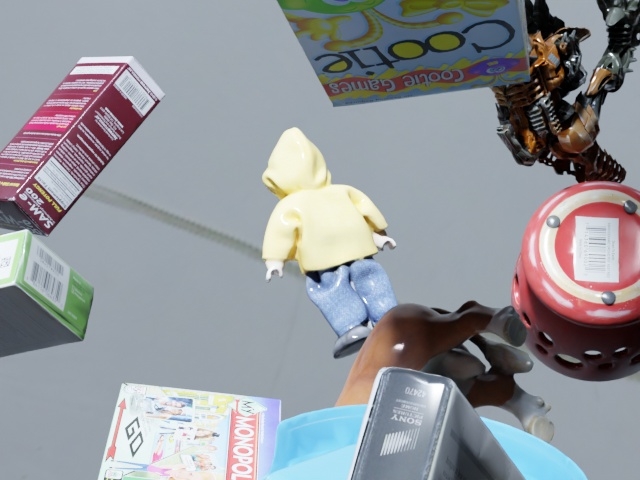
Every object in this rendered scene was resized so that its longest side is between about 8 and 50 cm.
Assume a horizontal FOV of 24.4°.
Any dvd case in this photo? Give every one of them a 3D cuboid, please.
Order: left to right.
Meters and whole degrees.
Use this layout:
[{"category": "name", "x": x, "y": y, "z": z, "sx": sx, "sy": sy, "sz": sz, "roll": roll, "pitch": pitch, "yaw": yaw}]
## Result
[{"category": "dvd case", "x": 0.021, "y": 0.180, "z": 0.479, "sx": 0.029, "sy": 0.179, "sz": 0.239, "roll": 9, "pitch": 71, "yaw": 22}]

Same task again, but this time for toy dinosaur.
[{"category": "toy dinosaur", "x": 0.250, "y": -0.161, "z": 1.612, "sx": 0.164, "sy": 0.322, "sz": 0.218, "roll": 12, "pitch": 66, "yaw": 19}]

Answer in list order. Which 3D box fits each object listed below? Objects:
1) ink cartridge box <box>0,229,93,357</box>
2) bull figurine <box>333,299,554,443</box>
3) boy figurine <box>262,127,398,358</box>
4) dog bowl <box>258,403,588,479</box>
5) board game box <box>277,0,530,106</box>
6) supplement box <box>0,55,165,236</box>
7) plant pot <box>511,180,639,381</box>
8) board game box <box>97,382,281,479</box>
[{"category": "ink cartridge box", "x": -0.330, "y": 0.061, "z": 1.378, "sx": 0.209, "sy": 0.109, "sz": 0.062, "roll": -13, "pitch": 53, "yaw": 24}, {"category": "bull figurine", "x": 0.051, "y": 0.177, "z": 1.054, "sx": 0.101, "sy": 0.188, "sz": 0.310, "roll": 36, "pitch": 63, "yaw": -35}, {"category": "boy figurine", "x": 0.000, "y": 0.000, "z": 1.815, "sx": 0.177, "sy": 0.092, "sz": 0.285, "roll": -21, "pitch": 76, "yaw": -25}, {"category": "dog bowl", "x": -0.007, "y": 0.154, "z": 0.654, "sx": 0.166, "sy": 0.297, "sz": 0.074, "roll": 19, "pitch": 114, "yaw": 43}, {"category": "board game box", "x": 0.044, "y": -0.202, "z": 0.902, "sx": 0.144, "sy": 0.275, "sz": 0.142, "roll": -7, "pitch": 73, "yaw": 10}, {"category": "supplement box", "x": -0.314, "y": -0.119, "z": 1.827, "sx": 0.239, "sy": 0.130, "sz": 0.073, "roll": -53, "pitch": 123, "yaw": -21}, {"category": "plant pot", "x": 0.307, "y": 0.040, "z": 1.621, "sx": 0.191, "sy": 0.174, "sz": 0.191, "roll": -1, "pitch": 66, "yaw": 3}, {"category": "board game box", "x": -0.156, "y": 0.275, "z": 1.804, "sx": 0.213, "sy": 0.317, "sz": 0.046, "roll": 6, "pitch": 111, "yaw": -4}]
